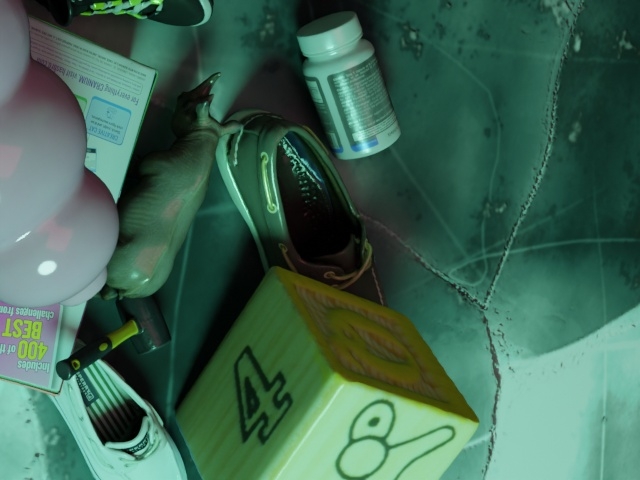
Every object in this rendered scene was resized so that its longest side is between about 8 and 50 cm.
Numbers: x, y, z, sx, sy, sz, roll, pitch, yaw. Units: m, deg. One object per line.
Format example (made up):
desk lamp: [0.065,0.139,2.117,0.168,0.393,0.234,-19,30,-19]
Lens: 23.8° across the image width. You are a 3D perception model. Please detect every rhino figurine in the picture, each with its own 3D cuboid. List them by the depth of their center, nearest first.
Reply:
rhino figurine: [-0.147,-0.051,1.433,0.073,0.106,0.243,33,79,-34]

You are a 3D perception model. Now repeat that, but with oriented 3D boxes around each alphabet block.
alphabet block: [0.002,0.175,1.484,0.192,0.193,0.197,22,111,-37]

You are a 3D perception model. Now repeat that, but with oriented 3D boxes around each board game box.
board game box: [-0.300,-0.045,1.341,0.242,0.064,0.317,22,81,-35]

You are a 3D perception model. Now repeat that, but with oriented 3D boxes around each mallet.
mallet: [-0.191,0.102,1.405,0.062,0.039,0.190,63,22,-11]

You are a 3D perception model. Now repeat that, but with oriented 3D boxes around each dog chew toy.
dog chew toy: [-0.279,-0.083,1.187,0.206,0.206,0.332,-44,114,-21]

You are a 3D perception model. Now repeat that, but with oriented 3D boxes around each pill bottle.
pill bottle: [0.027,-0.159,1.553,0.078,0.078,0.137,-31,114,-27]

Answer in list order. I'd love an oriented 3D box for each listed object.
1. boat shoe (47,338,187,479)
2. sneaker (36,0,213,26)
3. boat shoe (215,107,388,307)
boat shoe: [-0.194,0.188,1.459,0.083,0.076,0.226,-48,121,-18]
sneaker: [-0.211,-0.226,1.368,0.234,0.084,0.097,21,64,-25]
boat shoe: [-0.003,0.003,1.551,0.109,0.091,0.305,-40,118,-23]
